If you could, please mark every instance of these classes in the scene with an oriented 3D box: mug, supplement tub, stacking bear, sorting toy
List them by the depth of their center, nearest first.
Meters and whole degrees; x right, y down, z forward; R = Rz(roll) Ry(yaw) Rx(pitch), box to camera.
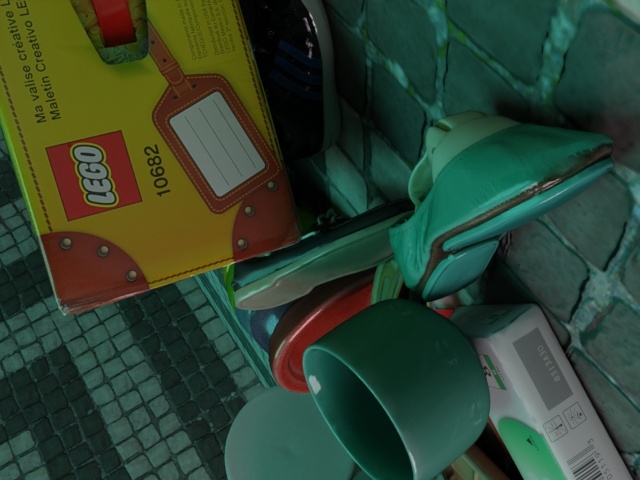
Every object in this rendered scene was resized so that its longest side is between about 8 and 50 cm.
[{"bbox_3d":[0.057,0.108,0.555,0.158,0.097,0.129,7,124,61],"label":"mug"},{"bbox_3d":[0.175,0.269,0.831,0.307,0.041,0.229,42,162,50],"label":"sorting toy"},{"bbox_3d":[-0.043,0.022,0.856,0.289,0.164,0.175,54,165,39],"label":"stacking bear"},{"bbox_3d":[-0.008,0.359,1.134,0.228,0.228,0.316,52,175,29],"label":"supplement tub"}]

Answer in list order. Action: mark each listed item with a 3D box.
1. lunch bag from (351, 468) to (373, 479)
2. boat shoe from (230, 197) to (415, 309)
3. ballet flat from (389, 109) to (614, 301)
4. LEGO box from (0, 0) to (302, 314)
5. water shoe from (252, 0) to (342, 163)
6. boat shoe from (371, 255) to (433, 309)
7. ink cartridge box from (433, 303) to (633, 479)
[{"bbox_3d":[0.108,0.424,0.881,0.262,0.223,0.160,42,-175,-1],"label":"lunch bag"},{"bbox_3d":[0.000,0.000,0.645,0.075,0.206,0.065,21,-130,-52],"label":"boat shoe"},{"bbox_3d":[0.088,-0.029,0.449,0.247,0.083,0.087,111,136,-71],"label":"ballet flat"},{"bbox_3d":[-0.222,-0.211,0.668,0.372,0.193,0.500,-1,106,69],"label":"LEGO box"},{"bbox_3d":[-0.034,-0.147,0.621,0.073,0.080,0.203,46,160,43],"label":"water shoe"},{"bbox_3d":[0.072,0.105,0.643,0.072,0.068,0.190,-172,81,-80],"label":"boat shoe"},{"bbox_3d":[0.155,0.144,0.618,0.181,0.056,0.225,61,164,-1],"label":"ink cartridge box"}]
